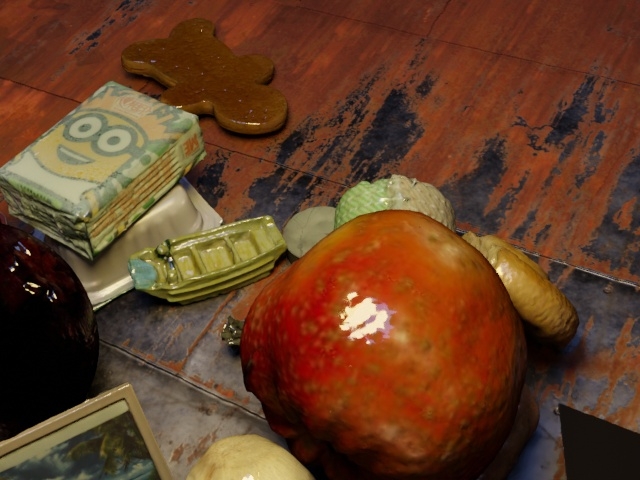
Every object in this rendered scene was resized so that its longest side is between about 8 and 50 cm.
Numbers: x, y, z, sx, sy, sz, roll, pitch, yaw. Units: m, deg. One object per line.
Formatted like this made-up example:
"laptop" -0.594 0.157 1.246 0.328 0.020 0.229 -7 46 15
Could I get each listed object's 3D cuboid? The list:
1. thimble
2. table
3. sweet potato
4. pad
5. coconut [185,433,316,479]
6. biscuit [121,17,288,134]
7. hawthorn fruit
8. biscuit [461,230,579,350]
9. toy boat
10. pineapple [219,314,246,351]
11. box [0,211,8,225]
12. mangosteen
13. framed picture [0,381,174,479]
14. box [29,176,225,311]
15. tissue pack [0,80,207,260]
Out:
"thimble" 0.124 -0.001 1.572 0.219 0.219 0.150 -1 58 6
"table" 0.000 0.000 1.707 0.133 0.043 0.133 -4 48 4
"sweet potato" 0.244 0.316 1.371 0.097 0.097 0.252 21 58 23
"pad" 0.413 0.380 1.276 0.202 0.005 0.300 22 47 -19
"coconut" -0.094 0.385 1.289 0.224 0.224 0.224 -3 49 4
"biscuit" -0.233 -0.332 2.013 0.283 0.064 0.432 -31 53 -31
"hawthorn fruit" 0.101 0.145 1.291 0.402 0.403 0.403 -3 49 4
"biscuit" 0.313 0.077 1.485 0.091 0.213 0.274 -49 15 0
"toy boat" -0.199 0.040 1.667 0.276 0.084 0.111 -17 52 -16
"pineapple" -0.039 0.143 1.544 0.251 0.125 0.125 -5 48 9
"box" -0.663 0.017 1.691 0.193 0.167 0.294 -18 49 -11
"mangosteen" -0.551 0.180 1.439 0.435 0.382 0.382 -42 48 17
"framed picture" -0.371 0.365 1.328 0.315 0.232 0.024 -25 16 -13
"box" -0.375 -0.038 1.746 0.336 0.106 0.264 -31 53 -19
"tissue pack" -0.388 -0.135 1.680 0.228 0.128 0.311 25 55 26
